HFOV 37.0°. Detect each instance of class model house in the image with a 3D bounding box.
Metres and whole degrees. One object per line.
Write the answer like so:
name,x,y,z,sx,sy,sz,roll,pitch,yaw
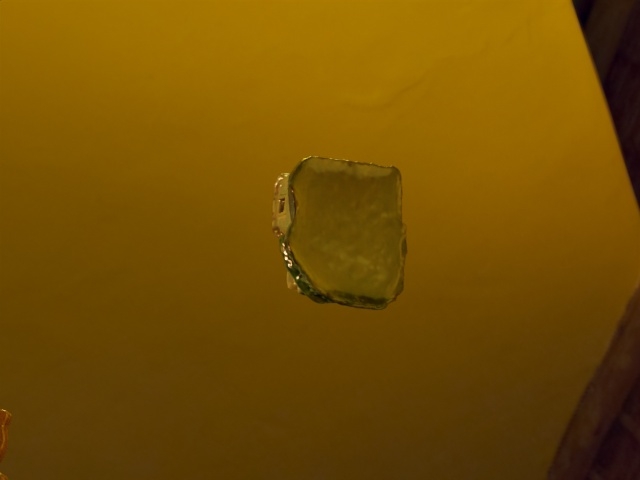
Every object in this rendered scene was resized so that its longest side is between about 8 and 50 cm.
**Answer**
model house,0.000,0.000,1.411,0.189,0.195,0.214,-14,-103,62

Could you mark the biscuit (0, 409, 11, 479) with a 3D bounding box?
biscuit,-0.576,0.369,1.540,0.165,0.036,0.226,-2,-120,8
